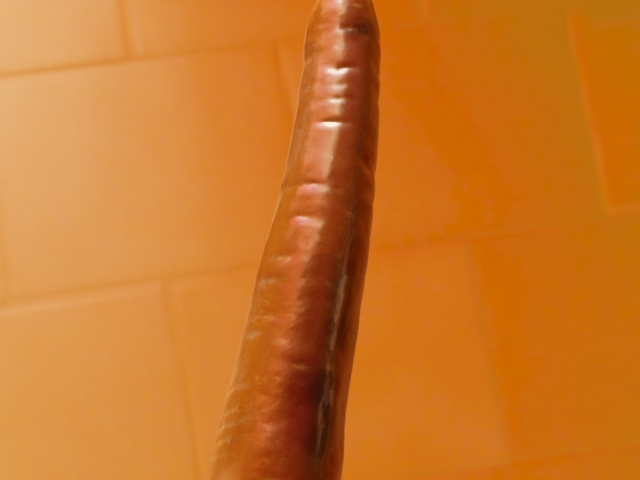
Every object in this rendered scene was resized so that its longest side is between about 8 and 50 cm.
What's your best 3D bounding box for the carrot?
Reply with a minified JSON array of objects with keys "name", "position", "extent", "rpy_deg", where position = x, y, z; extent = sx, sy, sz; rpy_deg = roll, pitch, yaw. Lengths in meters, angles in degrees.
[{"name":"carrot","position":[0.000,0.000,0.579],"extent":[0.037,0.037,0.190],"rpy_deg":[103,178,-67]}]
